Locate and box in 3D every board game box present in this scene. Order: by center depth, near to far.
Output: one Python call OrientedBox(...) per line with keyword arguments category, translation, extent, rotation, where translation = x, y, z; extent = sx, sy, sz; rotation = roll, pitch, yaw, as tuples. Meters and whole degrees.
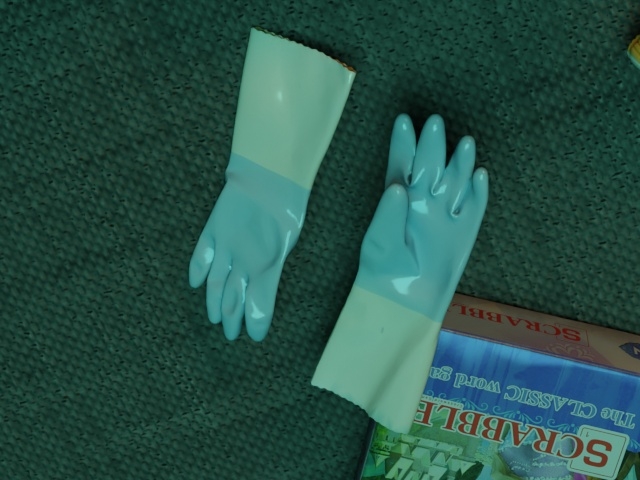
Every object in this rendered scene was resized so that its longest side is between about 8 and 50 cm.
OrientedBox(category="board game box", translation=(0.178, 0.214, 1.139), extent=(0.318, 0.066, 0.318), rotation=(13, 115, 0))

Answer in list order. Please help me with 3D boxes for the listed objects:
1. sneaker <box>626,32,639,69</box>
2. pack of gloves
OrientedBox(category="sneaker", translation=(0.308, -0.115, 0.967), extent=(0.215, 0.084, 0.083), rotation=(17, 106, -4))
OrientedBox(category="pack of gloves", translation=(0.000, 0.000, 1.029), extent=(0.195, 0.046, 0.232), rotation=(26, 117, 18))
